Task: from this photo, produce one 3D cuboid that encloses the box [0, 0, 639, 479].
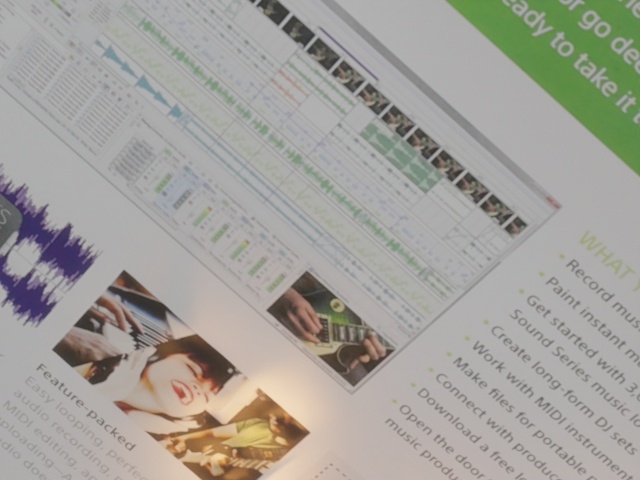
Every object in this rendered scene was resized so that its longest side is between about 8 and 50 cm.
[{"bbox_3d":[0.000,0.000,0.430,0.232,0.058,0.322,42,127,-5],"label":"box"}]
